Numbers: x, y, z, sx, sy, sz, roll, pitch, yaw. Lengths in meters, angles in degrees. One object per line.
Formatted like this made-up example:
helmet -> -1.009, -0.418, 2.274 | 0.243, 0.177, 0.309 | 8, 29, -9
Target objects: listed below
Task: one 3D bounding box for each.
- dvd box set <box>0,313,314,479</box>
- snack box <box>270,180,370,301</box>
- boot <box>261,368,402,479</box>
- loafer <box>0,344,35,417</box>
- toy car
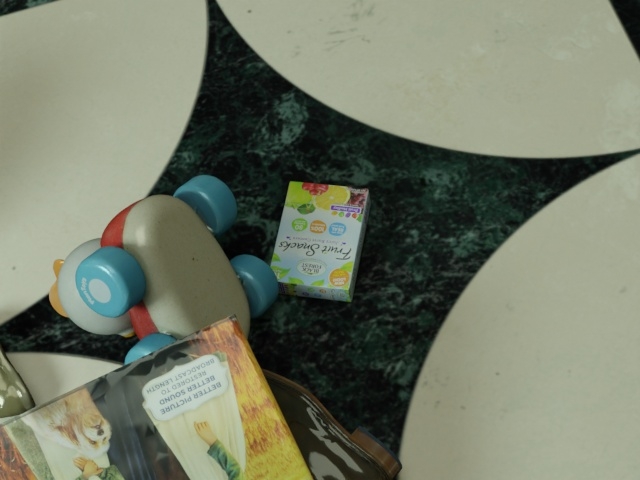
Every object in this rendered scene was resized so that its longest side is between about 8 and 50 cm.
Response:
dvd box set -> -0.134, 0.327, 1.474 | 0.307, 0.062, 0.420 | -24, 81, -7
snack box -> 0.000, 0.000, 1.760 | 0.100, 0.037, 0.141 | 6, 61, 12
boot -> -0.030, 0.226, 1.602 | 0.219, 0.082, 0.106 | 30, 64, 20
loafer -> -0.386, 0.147, 1.706 | 0.050, 0.056, 0.148 | -31, 60, -19
toy car -> -0.215, 0.066, 1.687 | 0.238, 0.210, 0.219 | -16, 18, 40
